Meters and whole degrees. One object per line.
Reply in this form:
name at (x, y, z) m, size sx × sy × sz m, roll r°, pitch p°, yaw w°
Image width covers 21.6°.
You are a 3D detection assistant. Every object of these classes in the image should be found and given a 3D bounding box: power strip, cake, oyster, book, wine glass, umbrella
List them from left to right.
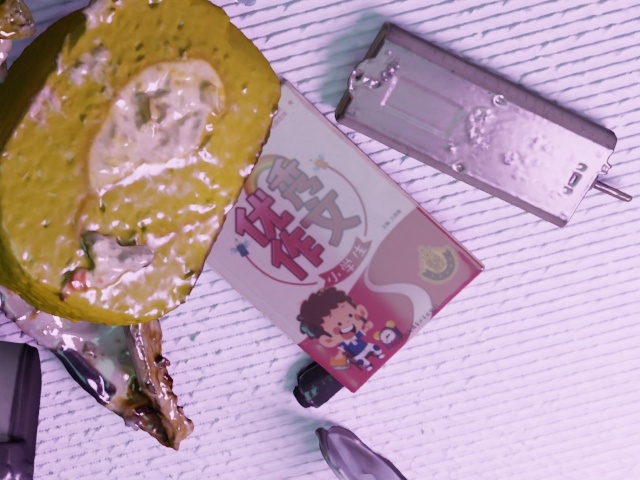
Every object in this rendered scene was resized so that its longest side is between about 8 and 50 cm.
oyster at (-0.214, 0.047, 1.395) m, size 0.129 × 0.078 × 0.345 m, roll -25°, pitch 116°, yaw 29°
cake at (-0.157, -0.070, 1.258) m, size 0.179 × 0.156 × 0.260 m, roll 31°, pitch 76°, yaw -28°
wine glass at (-0.024, 0.284, 1.476) m, size 0.156 × 0.156 × 0.232 m, roll 36°, pitch 103°, yaw -18°
book at (0.000, 0.000, 1.391) m, size 0.232 × 0.022 × 0.162 m, roll 42°, pitch 105°, yaw -11°
umbrella at (0.028, 0.098, 1.452) m, size 0.133 × 0.031 × 0.036 m, roll -41°, pitch 76°, yaw 14°
power strip at (0.142, -0.086, 1.371) m, size 0.268 × 0.034 × 0.092 m, roll 24°, pitch 111°, yaw -14°

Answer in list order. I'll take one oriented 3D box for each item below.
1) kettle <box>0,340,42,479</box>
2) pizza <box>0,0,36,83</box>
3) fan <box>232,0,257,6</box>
kettle at (-0.410, 0.166, 1.291) m, size 0.377 × 0.361 × 0.250 m, roll 6°, pitch 78°, yaw -9°
pizza at (-0.328, -0.258, 1.110) m, size 0.435 × 0.080 × 0.392 m, roll -6°, pitch 115°, yaw 14°
fan at (-0.073, -0.295, 1.274) m, size 0.131 × 0.009 × 0.240 m, roll 1°, pitch 115°, yaw -4°
